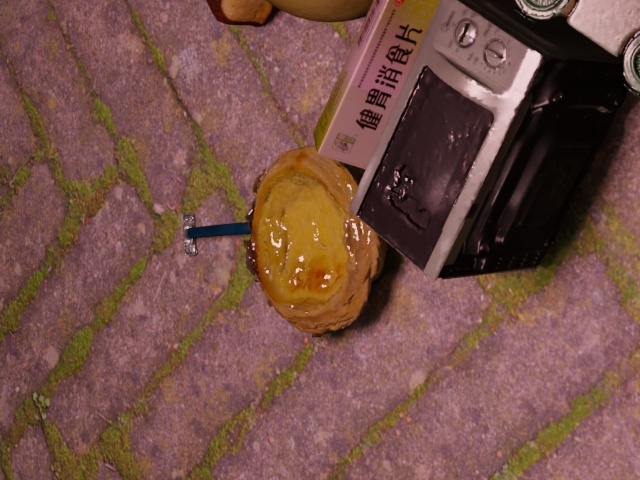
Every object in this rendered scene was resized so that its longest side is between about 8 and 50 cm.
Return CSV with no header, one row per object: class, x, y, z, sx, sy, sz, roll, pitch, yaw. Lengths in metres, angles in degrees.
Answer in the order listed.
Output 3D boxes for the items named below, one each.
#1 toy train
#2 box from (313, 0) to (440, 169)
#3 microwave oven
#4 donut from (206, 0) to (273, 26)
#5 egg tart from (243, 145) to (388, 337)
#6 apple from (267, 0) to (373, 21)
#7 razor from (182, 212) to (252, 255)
toy train,0.334,-0.275,1.632,0.326,0.129,0.159,37,114,15
box,0.121,-0.202,1.880,0.062,0.175,0.260,-102,33,-58
microwave oven,0.210,-0.118,1.750,0.181,0.237,0.295,41,119,35
donut,-0.128,-0.401,2.177,0.166,0.073,0.184,-18,85,65
egg tart,0.000,0.000,2.080,0.279,0.095,0.279,8,100,50
apple,0.003,-0.427,1.906,0.254,0.292,0.292,13,102,30
razor,-0.152,-0.015,2.270,0.191,0.037,0.068,-4,88,46
